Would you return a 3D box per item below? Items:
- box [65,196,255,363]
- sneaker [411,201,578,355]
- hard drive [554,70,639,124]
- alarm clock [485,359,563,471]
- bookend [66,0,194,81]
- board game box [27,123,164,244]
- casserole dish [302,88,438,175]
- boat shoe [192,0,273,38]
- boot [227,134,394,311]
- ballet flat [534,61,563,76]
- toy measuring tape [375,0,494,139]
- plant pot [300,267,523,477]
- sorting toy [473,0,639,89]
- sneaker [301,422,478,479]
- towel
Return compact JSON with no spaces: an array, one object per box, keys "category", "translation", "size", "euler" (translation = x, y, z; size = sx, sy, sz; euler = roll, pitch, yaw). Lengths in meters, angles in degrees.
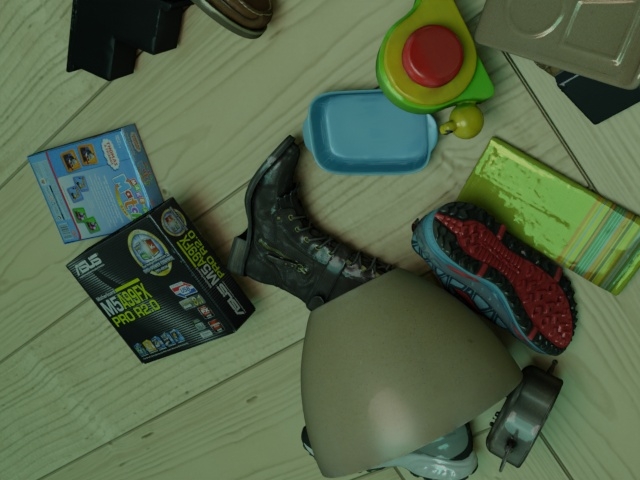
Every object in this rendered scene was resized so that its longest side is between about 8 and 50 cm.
[{"category":"box","translation":[-0.258,0.073,1.217],"size":[0.270,0.060,0.216],"euler":[-23,108,42]},{"category":"sneaker","translation":[0.225,0.049,1.010],"size":[0.262,0.104,0.125],"euler":[44,160,-12]},{"category":"hard drive","translation":[0.340,-0.186,0.847],"size":[0.135,0.022,0.094],"euler":[-30,139,32]},{"category":"alarm clock","translation":[0.257,0.235,1.002],"size":[0.064,0.192,0.129],"euler":[26,120,15]},{"category":"bookend","translation":[-0.270,-0.292,1.097],"size":[0.157,0.072,0.156],"euler":[25,121,14]},{"category":"board game box","translation":[-0.361,-0.087,1.250],"size":[0.211,0.039,0.160],"euler":[-9,108,29]},{"category":"casserole dish","translation":[0.068,-0.145,1.020],"size":[0.188,0.037,0.114],"euler":[2,112,24]},{"category":"boat shoe","translation":[-0.151,-0.401,0.969],"size":[0.104,0.110,0.307],"euler":[-36,94,34]},{"category":"boot","translation":[0.000,0.000,1.098],"size":[0.228,0.091,0.263],"euler":[25,125,8]},{"category":"ballet flat","translation":[0.333,-0.241,0.843],"size":[0.206,0.073,0.067],"euler":[-26,126,35]},{"category":"toy measuring tape","translation":[0.093,-0.262,0.902],"size":[0.121,0.121,0.330],"euler":[-26,92,32]},{"category":"plant pot","translation":[0.085,0.148,0.988],"size":[0.284,0.284,0.191],"euler":[-31,84,32]},{"category":"sorting toy","translation":[0.279,-0.277,0.812],"size":[0.208,0.038,0.193],"euler":[30,108,36]},{"category":"sneaker","translation":[0.100,0.290,1.168],"size":[0.271,0.100,0.108],"euler":[-2,101,20]},{"category":"towel","translation":[0.296,-0.032,0.971],"size":[0.237,0.021,0.102],"euler":[32,118,10]}]
